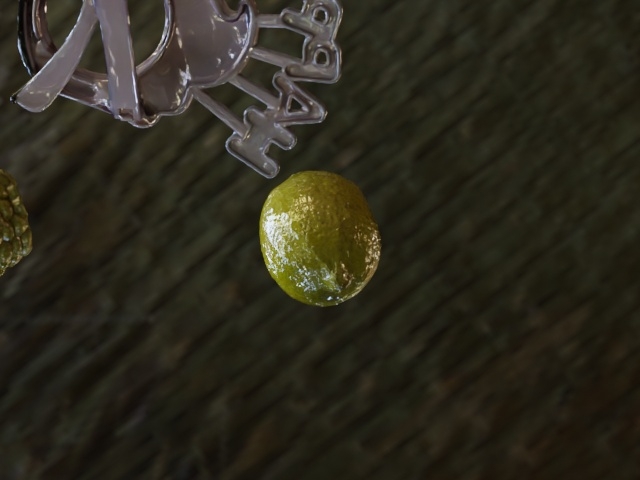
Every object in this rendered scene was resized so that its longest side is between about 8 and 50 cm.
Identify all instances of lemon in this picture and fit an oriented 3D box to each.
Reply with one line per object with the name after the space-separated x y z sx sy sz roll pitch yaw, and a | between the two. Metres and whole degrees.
0.000 0.000 1.238 0.082 0.082 0.110 48 -161 -34 | lemon

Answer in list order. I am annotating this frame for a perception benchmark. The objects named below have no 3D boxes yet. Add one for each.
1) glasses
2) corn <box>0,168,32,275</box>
-0.062 -0.149 0.838 0.095 0.162 0.255 -84 -4 -70 | glasses
-0.294 0.018 1.080 0.091 0.260 0.091 16 121 59 | corn
